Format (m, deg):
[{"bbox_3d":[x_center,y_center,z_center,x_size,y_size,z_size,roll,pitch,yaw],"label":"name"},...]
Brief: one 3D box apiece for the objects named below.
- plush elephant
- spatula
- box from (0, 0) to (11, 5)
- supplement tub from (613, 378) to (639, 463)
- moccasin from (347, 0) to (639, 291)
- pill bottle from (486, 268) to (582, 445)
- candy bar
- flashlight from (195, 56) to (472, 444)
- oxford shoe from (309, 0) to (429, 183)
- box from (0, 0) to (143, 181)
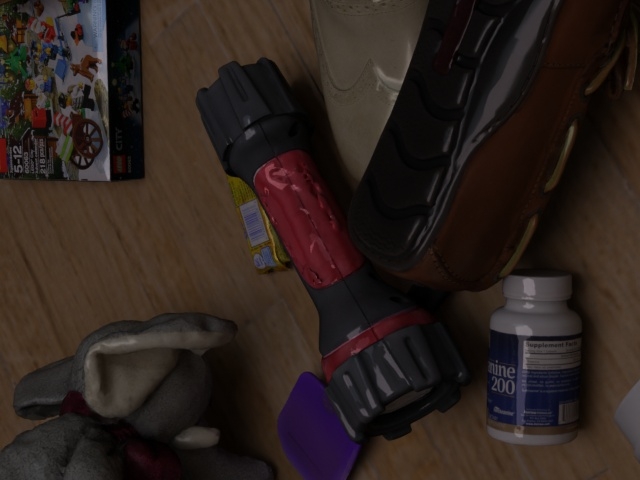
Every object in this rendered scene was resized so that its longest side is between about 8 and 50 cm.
[{"bbox_3d":[-0.161,0.181,1.425,0.330,0.255,0.272,54,162,-11],"label":"plush elephant"},{"bbox_3d":[0.049,0.082,1.381,0.084,0.030,0.296,48,119,25],"label":"spatula"},{"bbox_3d":[-0.226,-0.296,1.493,0.164,0.021,0.201,-14,60,35],"label":"box"},{"bbox_3d":[0.349,0.174,1.047,0.235,0.235,0.325,-47,68,29],"label":"supplement tub"},{"bbox_3d":[0.156,-0.137,1.221,0.139,0.147,0.380,28,101,47],"label":"moccasin"},{"bbox_3d":[0.153,0.083,1.283,0.067,0.067,0.120,6,98,35],"label":"pill bottle"},{"bbox_3d":[-0.059,-0.048,1.453,0.040,0.018,0.161,-22,82,35],"label":"candy bar"},{"bbox_3d":[0.000,0.000,1.332,0.103,0.103,0.304,-45,64,37],"label":"flashlight"},{"bbox_3d":[0.024,-0.222,1.295,0.140,0.146,0.397,-3,94,33],"label":"oxford shoe"},{"bbox_3d":[-0.229,-0.168,1.548,0.159,0.044,0.233,2,96,35],"label":"box"}]
